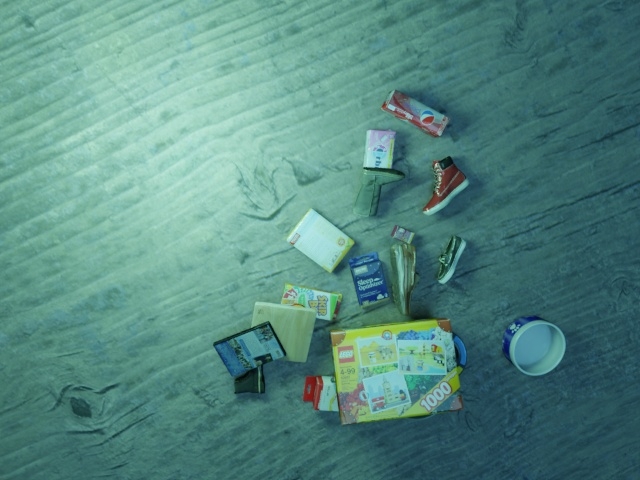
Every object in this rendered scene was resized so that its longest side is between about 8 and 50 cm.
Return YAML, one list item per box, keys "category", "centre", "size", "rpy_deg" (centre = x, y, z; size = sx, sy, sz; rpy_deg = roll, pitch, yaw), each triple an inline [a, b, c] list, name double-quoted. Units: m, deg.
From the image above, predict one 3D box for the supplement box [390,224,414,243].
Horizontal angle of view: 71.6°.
- category: "supplement box"
  centre: [0.355, -0.026, 1.924]
  size: [0.083, 0.043, 0.054]
  rpy_deg: [22, 97, -13]

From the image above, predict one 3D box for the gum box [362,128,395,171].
- category: "gum box"
  centre: [0.241, -0.366, 1.831]
  size: [0.107, 0.062, 0.188]
  rpy_deg: [3, 101, -9]

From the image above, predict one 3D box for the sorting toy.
- category: "sorting toy"
  centre: [-0.166, 0.374, 1.885]
  size: [0.256, 0.089, 0.257]
  rpy_deg: [9, 111, -9]

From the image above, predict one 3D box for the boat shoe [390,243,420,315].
- category: "boat shoe"
  centre: [0.379, 0.170, 1.930]
  size: [0.117, 0.123, 0.324]
  rpy_deg: [-7, 104, -9]

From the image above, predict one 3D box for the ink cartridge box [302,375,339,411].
- category: "ink cartridge box"
  centre: [0.043, 0.690, 2.001]
  size: [0.231, 0.078, 0.134]
  rpy_deg: [6, 100, -9]

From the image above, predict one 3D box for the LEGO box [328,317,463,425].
- category: "LEGO box"
  centre: [0.306, 0.541, 1.884]
  size: [0.501, 0.193, 0.372]
  rpy_deg: [-6, 82, -4]

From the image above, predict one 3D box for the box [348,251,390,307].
- category: "box"
  centre: [0.213, 0.173, 1.948]
  size: [0.137, 0.036, 0.225]
  rpy_deg: [-16, 102, -5]

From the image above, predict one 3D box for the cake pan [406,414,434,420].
- category: "cake pan"
  centre: [0.458, 0.697, 2.076]
  size: [0.294, 0.054, 0.292]
  rpy_deg: [-2, 101, -8]

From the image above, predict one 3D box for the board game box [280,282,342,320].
- category: "board game box"
  centre: [-0.040, 0.270, 1.931]
  size: [0.260, 0.039, 0.124]
  rpy_deg: [12, 100, -13]

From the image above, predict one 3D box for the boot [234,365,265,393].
- category: "boot"
  centre: [-0.318, 0.583, 1.933]
  size: [0.137, 0.077, 0.197]
  rpy_deg: [-4, 101, -2]

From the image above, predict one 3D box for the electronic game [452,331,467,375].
- category: "electronic game"
  centre: [0.564, 0.524, 2.027]
  size: [0.230, 0.048, 0.229]
  rpy_deg: [2, 79, -13]

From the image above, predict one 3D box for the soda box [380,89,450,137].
- category: "soda box"
  centre: [0.384, -0.514, 1.808]
  size: [0.263, 0.092, 0.083]
  rpy_deg: [24, 96, -12]

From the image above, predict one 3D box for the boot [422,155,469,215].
- category: "boot"
  centre: [0.492, -0.237, 1.884]
  size: [0.244, 0.088, 0.176]
  rpy_deg: [-43, 103, -7]

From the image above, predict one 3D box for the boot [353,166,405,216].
- category: "boot"
  centre: [0.238, -0.193, 1.824]
  size: [0.190, 0.076, 0.208]
  rpy_deg: [8, 116, 5]

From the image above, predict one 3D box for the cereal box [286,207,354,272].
- category: "cereal box"
  centre: [0.000, 0.000, 1.875]
  size: [0.240, 0.047, 0.173]
  rpy_deg: [38, 93, -13]

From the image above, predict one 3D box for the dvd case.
- category: "dvd case"
  centre: [-0.292, 0.451, 1.843]
  size: [0.253, 0.022, 0.180]
  rpy_deg: [-22, 112, 4]

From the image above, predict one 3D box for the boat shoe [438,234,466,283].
- category: "boat shoe"
  centre: [0.562, 0.083, 1.964]
  size: [0.070, 0.078, 0.219]
  rpy_deg: [25, 88, -13]

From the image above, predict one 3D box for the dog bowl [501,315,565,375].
- category: "dog bowl"
  centre: [1.000, 0.492, 2.090]
  size: [0.265, 0.104, 0.264]
  rpy_deg: [-2, 101, -8]
